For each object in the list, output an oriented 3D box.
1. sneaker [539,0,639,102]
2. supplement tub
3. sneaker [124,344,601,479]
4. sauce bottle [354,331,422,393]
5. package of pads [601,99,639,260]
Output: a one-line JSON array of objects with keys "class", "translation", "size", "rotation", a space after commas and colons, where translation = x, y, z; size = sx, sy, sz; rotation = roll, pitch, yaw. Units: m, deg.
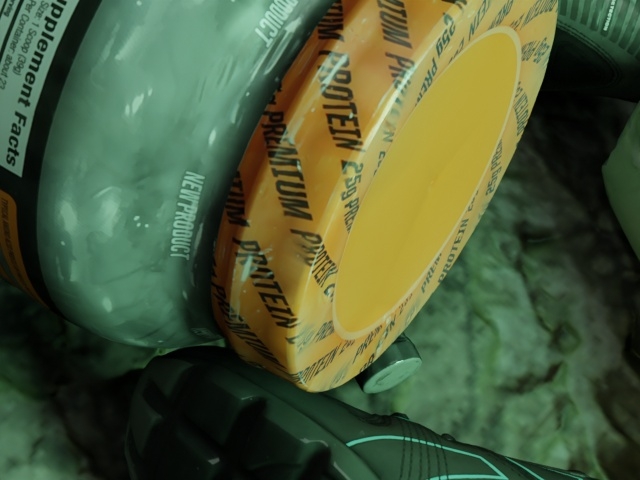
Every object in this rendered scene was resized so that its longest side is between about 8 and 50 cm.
[{"class": "sneaker", "translation": [0.041, -0.095, 0.592], "size": [0.234, 0.078, 0.106], "rotation": [24, 62, 9]}, {"class": "supplement tub", "translation": [-0.093, -0.091, 0.471], "size": [0.316, 0.193, 0.193], "rotation": [30, 59, 18]}, {"class": "sneaker", "translation": [0.051, 0.118, 0.472], "size": [0.267, 0.101, 0.106], "rotation": [34, 33, 16]}, {"class": "sauce bottle", "translation": [0.000, 0.000, 0.546], "size": [0.042, 0.042, 0.128], "rotation": [-18, 63, -19]}, {"class": "package of pads", "translation": [0.276, 0.049, 0.533], "size": [0.229, 0.101, 0.296], "rotation": [-12, 64, -15]}]
